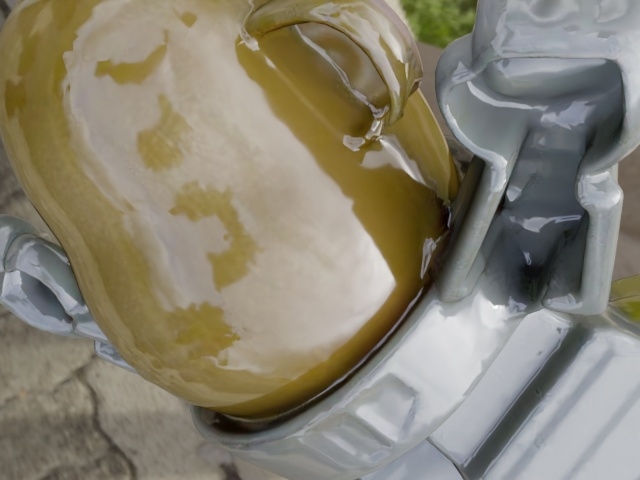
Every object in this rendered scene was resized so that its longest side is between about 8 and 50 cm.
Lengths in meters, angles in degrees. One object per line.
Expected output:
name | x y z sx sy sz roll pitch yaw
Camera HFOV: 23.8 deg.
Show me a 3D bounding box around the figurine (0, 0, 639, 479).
figurine | 0.000 0.001 0.571 0.342 0.167 0.285 -35 118 30
